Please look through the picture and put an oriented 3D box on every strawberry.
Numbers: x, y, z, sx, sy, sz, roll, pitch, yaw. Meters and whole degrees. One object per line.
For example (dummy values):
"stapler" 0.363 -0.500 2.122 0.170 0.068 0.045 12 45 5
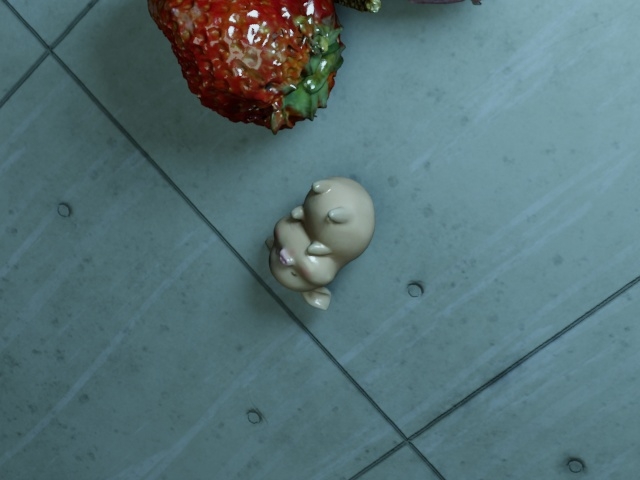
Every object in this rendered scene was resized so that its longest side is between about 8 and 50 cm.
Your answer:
"strawberry" -0.139 -0.348 1.941 0.351 0.312 0.267 38 98 22

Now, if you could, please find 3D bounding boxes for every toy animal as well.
"toy animal" 0.000 -0.008 2.091 0.250 0.154 0.166 -48 53 37

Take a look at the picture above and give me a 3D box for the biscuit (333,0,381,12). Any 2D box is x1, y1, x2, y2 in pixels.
"biscuit" 0.036 -0.439 1.885 0.026 0.237 0.131 -14 112 -16

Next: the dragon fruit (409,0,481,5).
"dragon fruit" 0.177 -0.515 1.781 0.269 0.250 0.291 1 79 -9
